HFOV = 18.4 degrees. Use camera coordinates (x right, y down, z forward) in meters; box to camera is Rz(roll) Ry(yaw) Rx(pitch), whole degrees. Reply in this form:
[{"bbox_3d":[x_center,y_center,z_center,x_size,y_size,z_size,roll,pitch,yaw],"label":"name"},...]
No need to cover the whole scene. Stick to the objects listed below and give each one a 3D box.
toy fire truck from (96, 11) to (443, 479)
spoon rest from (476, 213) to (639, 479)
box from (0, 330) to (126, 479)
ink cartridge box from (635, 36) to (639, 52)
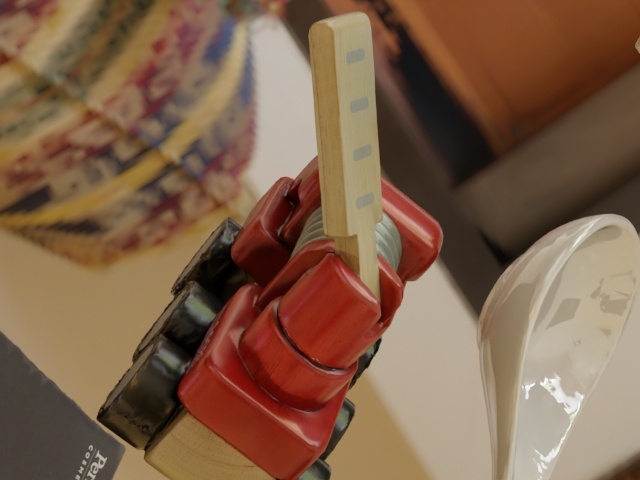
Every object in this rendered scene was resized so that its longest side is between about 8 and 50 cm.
[{"bbox_3d":[0.000,0.000,1.040,0.246,0.158,0.217,-48,-172,28],"label":"toy fire truck"},{"bbox_3d":[0.107,0.106,1.132,0.276,0.084,0.137,-55,149,-5],"label":"spoon rest"},{"bbox_3d":[-0.322,0.189,1.187,0.312,0.179,0.343,54,52,-47],"label":"box"},{"bbox_3d":[0.332,-0.094,1.195,0.088,0.193,0.234,-54,-162,-11],"label":"ink cartridge box"}]
